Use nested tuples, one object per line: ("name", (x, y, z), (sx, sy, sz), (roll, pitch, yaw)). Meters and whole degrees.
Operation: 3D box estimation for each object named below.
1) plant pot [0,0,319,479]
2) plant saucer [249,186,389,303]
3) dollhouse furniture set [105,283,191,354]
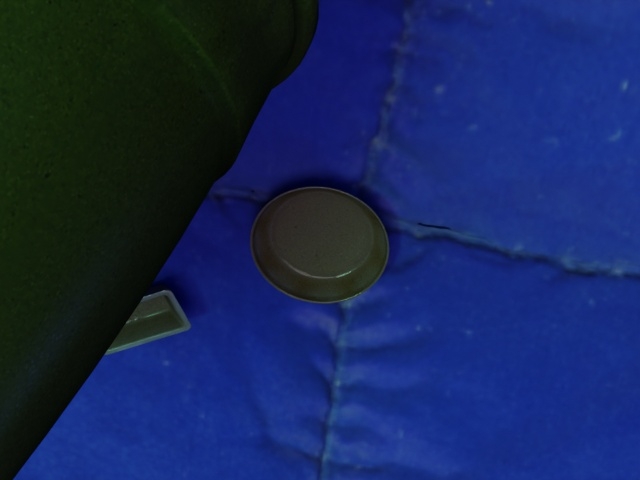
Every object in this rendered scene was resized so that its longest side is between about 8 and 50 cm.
("plant pot", (-0.234, -0.011, 0.630), (0.366, 0.353, 0.366), (20, 161, 7))
("plant saucer", (0.000, 0.000, 0.903), (0.083, 0.015, 0.083), (3, 123, 4))
("dollhouse furniture set", (-0.147, 0.054, 0.914), (0.114, 0.081, 0.091), (-17, 120, 17))
